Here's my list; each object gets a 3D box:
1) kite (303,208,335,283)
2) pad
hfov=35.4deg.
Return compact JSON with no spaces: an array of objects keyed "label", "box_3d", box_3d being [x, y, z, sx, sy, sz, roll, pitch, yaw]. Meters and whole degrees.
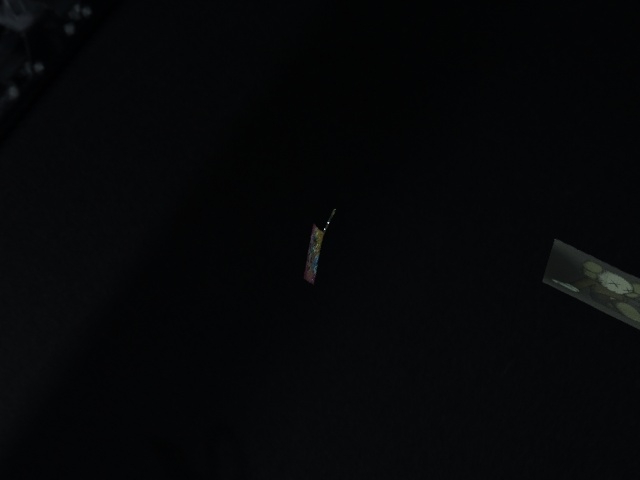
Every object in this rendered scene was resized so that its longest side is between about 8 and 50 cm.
[{"label":"kite","box_3d":[-0.001,0.006,0.654,0.002,0.078,0.044,9,-78,11]},{"label":"pad","box_3d":[0.300,0.061,0.938,0.190,0.127,0.004,27,-105,16]}]
